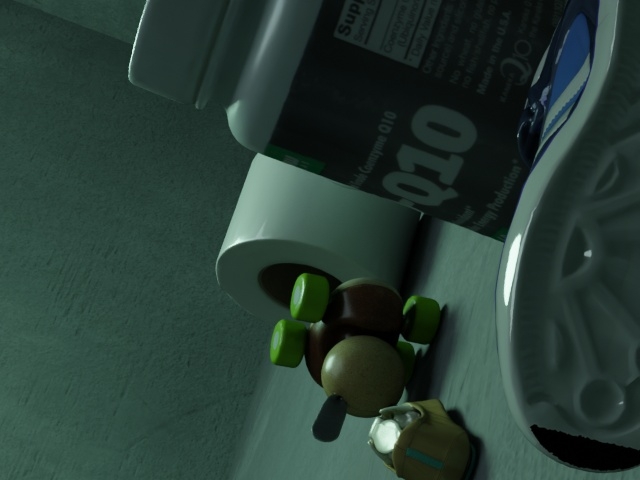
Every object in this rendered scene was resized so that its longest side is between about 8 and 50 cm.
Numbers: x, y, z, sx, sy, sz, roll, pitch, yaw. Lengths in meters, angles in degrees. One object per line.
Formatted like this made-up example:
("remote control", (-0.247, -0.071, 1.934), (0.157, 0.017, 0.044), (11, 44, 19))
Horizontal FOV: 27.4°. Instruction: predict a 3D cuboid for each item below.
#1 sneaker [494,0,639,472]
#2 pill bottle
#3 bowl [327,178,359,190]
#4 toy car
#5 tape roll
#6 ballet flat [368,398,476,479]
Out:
("sneaker", (0.170, -0.022, 0.746), (0.236, 0.130, 0.322), (86, -162, -78))
("pill bottle", (0.052, -0.138, 1.008), (0.204, 0.361, 0.204), (-160, 90, -86))
("bowl", (0.102, -0.151, 1.535), (0.298, 0.134, 0.297), (-23, 33, 16))
("toy car", (0.039, 0.146, 1.371), (0.188, 0.155, 0.149), (-93, 20, -45))
("tape roll", (0.000, 0.000, 1.749), (0.246, 0.246, 0.169), (118, 171, -59))
("ballet flat", (0.079, 0.172, 1.156), (0.232, 0.073, 0.080), (146, 144, -82))
